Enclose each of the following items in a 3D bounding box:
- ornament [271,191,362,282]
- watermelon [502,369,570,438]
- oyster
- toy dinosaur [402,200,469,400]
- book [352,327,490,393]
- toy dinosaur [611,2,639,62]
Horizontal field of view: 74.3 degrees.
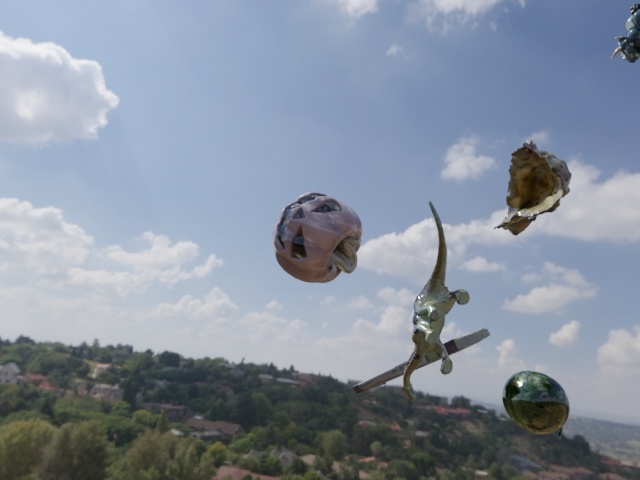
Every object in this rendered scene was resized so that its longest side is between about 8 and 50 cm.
[{"bbox_3d":[0.000,-0.001,0.815,0.177,0.178,0.177,7,-18,2],"label":"ornament"},{"bbox_3d":[0.350,0.261,0.683,0.108,0.109,0.109,7,-18,2],"label":"watermelon"},{"bbox_3d":[0.569,-0.111,1.154,0.132,0.198,0.337,0,-31,0],"label":"oyster"},{"bbox_3d":[0.097,0.062,0.356,0.037,0.181,0.058,9,10,-24],"label":"toy dinosaur"},{"bbox_3d":[0.189,0.226,0.786,0.231,0.026,0.157,-38,-24,33],"label":"book"},{"bbox_3d":[0.407,-0.270,0.536,0.030,0.047,0.083,-21,-38,-25],"label":"toy dinosaur"}]
